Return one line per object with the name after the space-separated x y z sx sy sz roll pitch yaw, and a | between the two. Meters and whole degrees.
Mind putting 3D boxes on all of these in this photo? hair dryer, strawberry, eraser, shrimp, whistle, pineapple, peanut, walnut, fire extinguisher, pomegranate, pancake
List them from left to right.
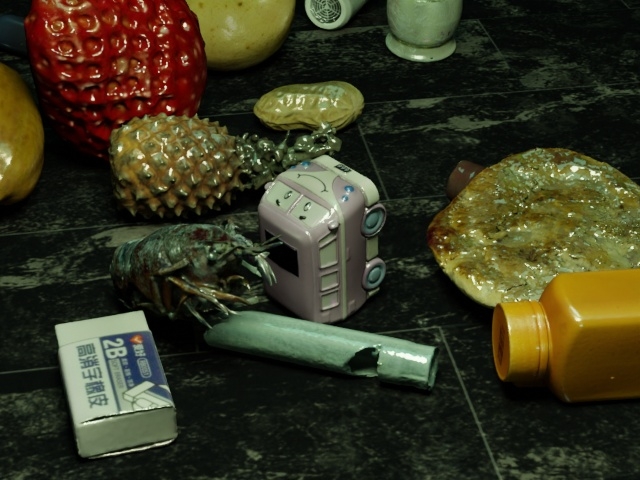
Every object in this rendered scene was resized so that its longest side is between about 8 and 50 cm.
-0.534 -0.155 1.925 0.209 0.209 0.336 -9 45 -13 | walnut
-0.335 -0.301 1.955 0.295 0.345 0.317 26 84 16 | strawberry
-0.262 0.176 1.541 0.124 0.068 0.210 -10 34 -14 | eraser
-0.143 0.032 1.603 0.372 0.137 0.172 -1 25 44 | shrimp
-0.181 -0.469 2.307 0.319 0.319 0.319 0 34 0 | pomegranate
-0.145 -0.123 1.900 0.361 0.175 0.175 -6 34 -8 | pineapple
-0.020 -0.229 2.132 0.194 0.083 0.093 -7 69 -2 | peanut
0.000 0.138 1.602 0.312 0.062 0.062 10 35 15 | whistle
0.143 -0.541 2.459 0.357 0.107 0.173 -17 24 32 | hair dryer
0.315 -0.065 1.888 0.231 0.071 0.099 22 54 30 | fire extinguisher
0.328 -0.005 1.730 0.356 0.065 0.356 -2 38 2 | pancake

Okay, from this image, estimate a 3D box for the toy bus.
0.000 0.000 1.683 0.142 0.202 0.142 -27 42 -30 | toy bus

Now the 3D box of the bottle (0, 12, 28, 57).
-0.562 -0.391 2.381 0.244 0.072 0.082 21 2 27 | bottle

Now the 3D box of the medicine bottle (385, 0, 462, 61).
0.202 -0.438 2.385 0.147 0.143 0.147 1 39 -1 | medicine bottle

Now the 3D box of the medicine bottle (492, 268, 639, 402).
0.336 0.122 1.545 0.222 0.149 0.112 -3 36 -4 | medicine bottle
